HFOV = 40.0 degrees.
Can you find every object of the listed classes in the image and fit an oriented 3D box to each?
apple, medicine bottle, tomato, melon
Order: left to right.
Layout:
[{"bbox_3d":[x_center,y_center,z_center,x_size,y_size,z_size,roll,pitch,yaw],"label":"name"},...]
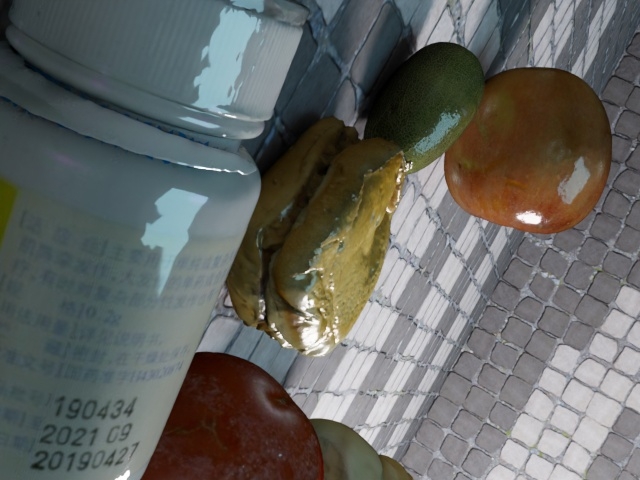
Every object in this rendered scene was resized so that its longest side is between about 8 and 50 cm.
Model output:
[{"bbox_3d":[-0.108,-0.011,0.413,0.258,0.143,0.143,-65,163,14],"label":"medicine bottle"},{"bbox_3d":[-0.102,0.213,0.701,0.232,0.188,0.232,-50,160,-26],"label":"tomato"},{"bbox_3d":[0.106,-0.134,0.909,0.162,0.099,0.099,-53,161,-15],"label":"melon"},{"bbox_3d":[0.298,-0.130,1.244,0.253,0.253,0.253,-52,161,-27],"label":"apple"}]

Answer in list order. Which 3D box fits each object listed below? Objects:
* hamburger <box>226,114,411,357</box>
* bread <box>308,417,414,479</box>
[{"bbox_3d":[-0.001,0.001,0.795,0.214,0.108,0.214,-54,163,-26],"label":"hamburger"},{"bbox_3d":[-0.016,0.428,1.029,0.329,0.245,0.424,128,-15,-62],"label":"bread"}]
